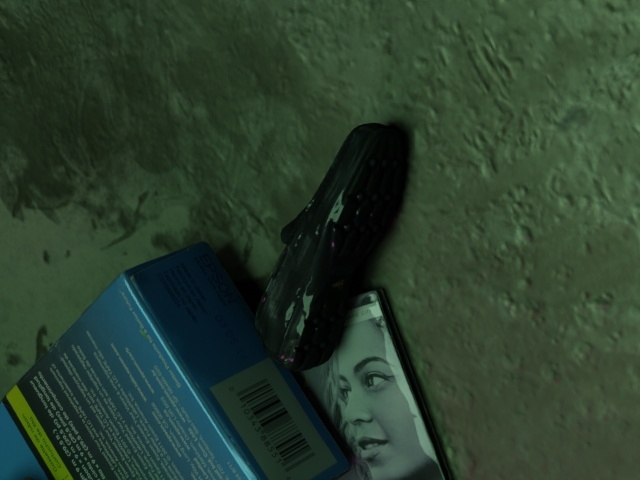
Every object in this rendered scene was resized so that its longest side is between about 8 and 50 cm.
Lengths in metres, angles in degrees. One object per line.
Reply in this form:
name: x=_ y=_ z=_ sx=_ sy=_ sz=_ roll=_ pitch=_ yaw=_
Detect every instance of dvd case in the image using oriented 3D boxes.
dvd case: x=0.024 y=0.164 z=1.343 sx=0.165 sy=0.018 sz=0.221 roll=-19 pitch=91 yaw=37

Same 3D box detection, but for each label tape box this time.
label tape box: x=-0.156 y=0.187 z=1.418 sx=0.240 sy=0.106 sz=0.334 roll=57 pitch=135 yaw=9

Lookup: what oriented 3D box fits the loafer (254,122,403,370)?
loafer: x=0.000 y=0.000 z=1.275 sx=0.078 sy=0.076 sz=0.223 roll=38 pitch=115 yaw=37
